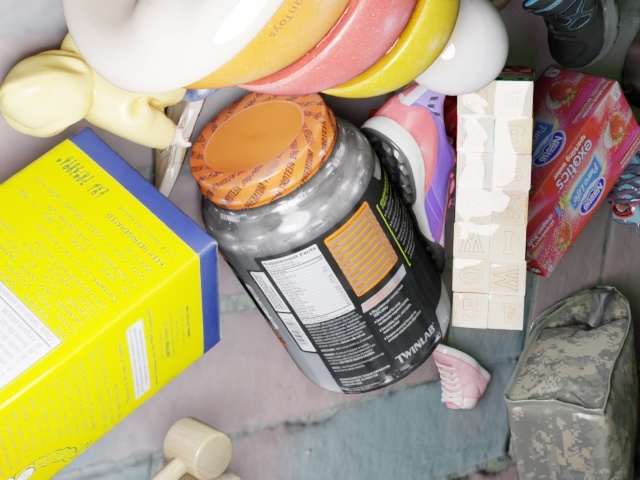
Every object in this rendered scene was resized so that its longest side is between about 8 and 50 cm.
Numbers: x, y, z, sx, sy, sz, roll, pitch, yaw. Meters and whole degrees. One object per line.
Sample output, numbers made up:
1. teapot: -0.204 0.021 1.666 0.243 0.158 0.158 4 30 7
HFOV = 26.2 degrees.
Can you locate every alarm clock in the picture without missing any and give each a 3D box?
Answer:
1. alarm clock: 0.516 -0.271 2.026 0.129 0.064 0.192 33 80 -44

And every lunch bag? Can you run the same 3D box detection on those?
1. lunch bag: 0.383 0.234 2.011 0.287 0.169 0.235 -56 141 -48

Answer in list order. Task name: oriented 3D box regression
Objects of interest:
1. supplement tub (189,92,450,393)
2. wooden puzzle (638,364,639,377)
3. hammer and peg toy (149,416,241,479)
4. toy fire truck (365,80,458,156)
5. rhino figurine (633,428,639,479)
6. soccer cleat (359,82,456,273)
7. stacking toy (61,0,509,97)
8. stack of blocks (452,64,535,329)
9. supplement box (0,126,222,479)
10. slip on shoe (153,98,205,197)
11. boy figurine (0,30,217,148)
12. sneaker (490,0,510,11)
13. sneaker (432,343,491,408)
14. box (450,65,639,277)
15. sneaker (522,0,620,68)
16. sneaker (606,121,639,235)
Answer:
1. supplement tub: 0.000 0.000 1.559 0.207 0.207 0.338 -46 130 -19
2. wooden puzzle: 0.549 0.302 2.142 0.322 0.080 0.348 4 80 -69
3. hammer and peg toy: -0.195 0.377 1.573 0.266 0.127 0.361 -26 124 -33
4. toy fire truck: 0.144 -0.173 1.734 0.135 0.047 0.192 38 79 -42
5. rhino figurine: 0.500 0.401 2.250 0.243 0.073 0.106 -56 129 -21
6. soccer cleat: 0.124 -0.065 1.671 0.116 0.108 0.318 -48 149 -19
7. stacking toy: 0.017 -0.247 1.362 0.480 0.350 0.351 22 91 -44
8. stack of blocks: 0.211 -0.058 1.668 0.171 0.087 0.297 -54 146 -74
9. supplement box: -0.289 0.096 1.300 0.356 0.194 0.195 -38 156 -25
10. slip on shoe: -0.164 -0.103 1.491 0.041 0.051 0.135 20 103 -5
11. boy figurine: -0.191 -0.166 1.392 0.285 0.092 0.177 -26 90 -31
12. sneaker: 0.164 -0.271 1.718 0.188 0.066 0.071 -27 139 -26
13. sneaker: 0.188 0.194 1.906 0.134 0.051 0.070 40 73 -47
14. box: 0.310 -0.095 1.859 0.257 0.122 0.128 -53 133 -14
15. sneaker: 0.304 -0.327 1.739 0.139 0.125 0.341 -21 152 -6
16. sneaker: 0.476 -0.082 2.029 0.125 0.104 0.262 -56 133 -9
